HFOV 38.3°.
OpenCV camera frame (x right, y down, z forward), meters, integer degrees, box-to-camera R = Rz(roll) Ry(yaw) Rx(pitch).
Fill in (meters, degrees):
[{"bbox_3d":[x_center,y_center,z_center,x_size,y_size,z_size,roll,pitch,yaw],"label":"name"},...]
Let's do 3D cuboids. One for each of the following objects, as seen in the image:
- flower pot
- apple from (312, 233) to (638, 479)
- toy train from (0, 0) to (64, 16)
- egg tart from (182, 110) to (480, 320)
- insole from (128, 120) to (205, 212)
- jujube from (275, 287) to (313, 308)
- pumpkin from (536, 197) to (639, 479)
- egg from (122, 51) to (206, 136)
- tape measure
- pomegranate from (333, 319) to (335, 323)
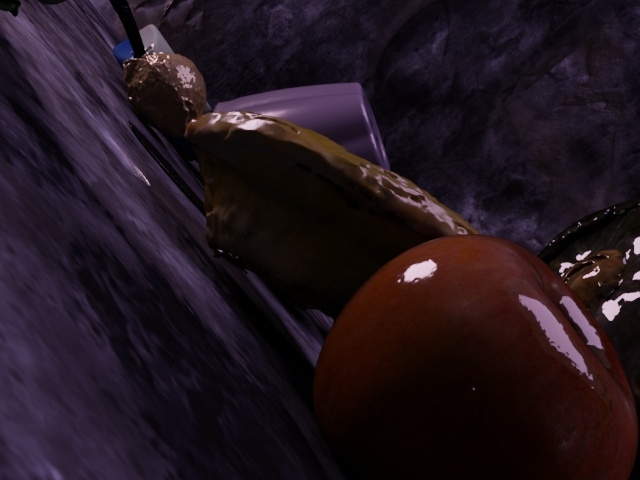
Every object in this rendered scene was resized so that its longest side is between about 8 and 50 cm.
[{"bbox_3d":[-0.021,-0.137,1.494,0.265,0.243,0.265,-20,90,-80],"label":"flower pot"},{"bbox_3d":[0.110,0.125,0.708,0.253,0.253,0.253,51,0,-1],"label":"apple"},{"bbox_3d":[-0.278,-0.299,0.716,0.243,0.132,0.188,59,9,18],"label":"toy train"},{"bbox_3d":[0.000,0.000,0.911,0.345,0.132,0.345,28,-7,4],"label":"egg tart"},{"bbox_3d":[-0.157,-0.052,1.159,0.253,0.005,0.086,50,2,-23],"label":"insole"},{"bbox_3d":[-0.006,0.016,1.282,0.168,0.168,0.236,51,-2,23],"label":"jujube"},{"bbox_3d":[0.351,0.142,0.897,0.344,0.454,0.454,38,6,-24],"label":"pumpkin"},{"bbox_3d":[-0.224,-0.214,1.343,0.140,0.118,0.116,63,35,-45],"label":"egg"},{"bbox_3d":[-0.285,-0.298,1.495,0.351,0.097,0.215,59,-3,-35],"label":"tape measure"},{"bbox_3d":[0.135,0.130,1.448,0.270,0.254,0.254,33,-14,51],"label":"pomegranate"}]
